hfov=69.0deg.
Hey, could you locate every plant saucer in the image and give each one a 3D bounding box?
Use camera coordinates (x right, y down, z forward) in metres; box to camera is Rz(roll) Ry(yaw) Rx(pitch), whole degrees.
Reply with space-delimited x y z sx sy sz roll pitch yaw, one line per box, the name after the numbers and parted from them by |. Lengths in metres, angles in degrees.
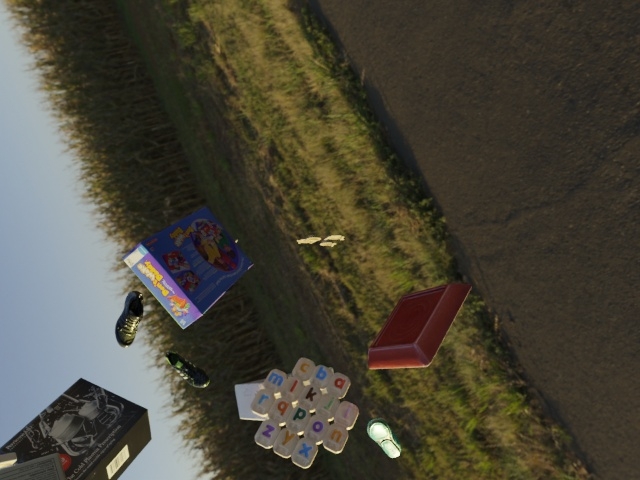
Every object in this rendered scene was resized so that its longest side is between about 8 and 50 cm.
0.242 0.216 1.219 0.048 0.259 0.258 44 150 -10 | plant saucer

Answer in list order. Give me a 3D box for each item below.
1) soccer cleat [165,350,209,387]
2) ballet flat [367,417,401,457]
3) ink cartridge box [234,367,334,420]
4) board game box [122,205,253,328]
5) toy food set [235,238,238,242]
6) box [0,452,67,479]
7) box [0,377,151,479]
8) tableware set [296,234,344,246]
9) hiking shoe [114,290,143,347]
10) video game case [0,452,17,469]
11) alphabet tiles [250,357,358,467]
-0.447 0.429 1.546 0.179 0.060 0.072 27 162 24 | soccer cleat
0.240 0.744 1.808 0.247 0.083 0.087 59 -169 -30 | ballet flat
-0.116 0.515 1.572 0.207 0.283 0.117 -26 71 52 | ink cartridge box
-0.348 0.058 1.299 0.233 0.078 0.347 52 -157 -6 | board game box
-0.387 0.057 1.841 0.039 0.132 0.192 31 -164 -7 | toy food set
-0.506 0.561 0.815 0.311 0.148 0.121 52 122 32 | box
-0.824 0.699 1.598 0.313 0.343 0.178 17 123 16 | box
0.000 0.000 1.689 0.141 0.169 0.020 142 127 -71 | tableware set
-0.750 0.311 1.831 0.114 0.086 0.226 -6 73 61 | hiking shoe
-0.909 0.597 1.130 0.227 0.206 0.026 20 -149 -57 | video game case
-0.045 0.475 1.310 0.284 0.278 0.021 19 142 18 | alphabet tiles
